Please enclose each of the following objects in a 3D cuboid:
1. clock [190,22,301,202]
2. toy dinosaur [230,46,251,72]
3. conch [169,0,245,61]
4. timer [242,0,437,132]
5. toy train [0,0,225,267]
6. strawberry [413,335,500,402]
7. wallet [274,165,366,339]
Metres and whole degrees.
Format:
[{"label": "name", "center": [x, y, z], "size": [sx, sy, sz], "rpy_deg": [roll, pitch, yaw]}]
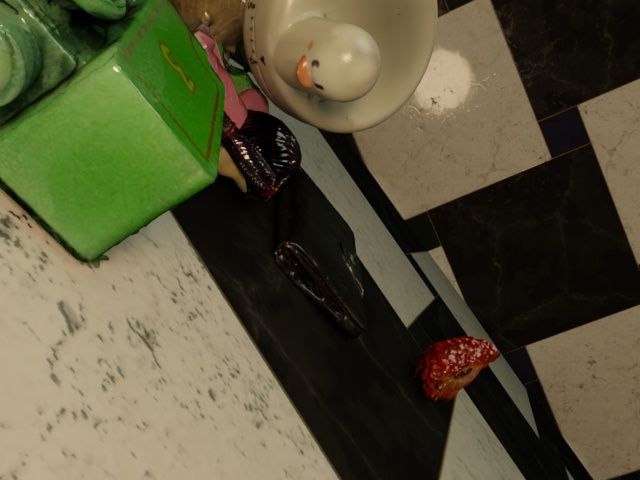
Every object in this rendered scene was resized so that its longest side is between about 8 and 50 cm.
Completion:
[{"label": "clock", "center": [-0.107, -0.145, 0.735], "size": [0.195, 0.100, 0.194], "rpy_deg": [51, 11, -21]}, {"label": "toy dinosaur", "center": [-0.121, -0.432, 1.001], "size": [0.447, 0.087, 0.301], "rpy_deg": [1, -61, 58]}, {"label": "conch", "center": [-0.155, -0.358, 0.871], "size": [0.324, 0.186, 0.263], "rpy_deg": [54, -33, 24]}, {"label": "timer", "center": [0.035, -0.231, 0.707], "size": [0.240, 0.233, 0.233], "rpy_deg": [34, -7, 49]}, {"label": "toy train", "center": [-0.151, -0.116, 0.418], "size": [0.188, 0.132, 0.243], "rpy_deg": [53, 13, -30]}, {"label": "strawberry", "center": [0.195, 0.179, 0.951], "size": [0.082, 0.121, 0.188], "rpy_deg": [53, 13, 25]}, {"label": "wallet", "center": [0.000, 0.000, 0.876], "size": [0.172, 0.045, 0.318], "rpy_deg": [48, 14, -19]}]
